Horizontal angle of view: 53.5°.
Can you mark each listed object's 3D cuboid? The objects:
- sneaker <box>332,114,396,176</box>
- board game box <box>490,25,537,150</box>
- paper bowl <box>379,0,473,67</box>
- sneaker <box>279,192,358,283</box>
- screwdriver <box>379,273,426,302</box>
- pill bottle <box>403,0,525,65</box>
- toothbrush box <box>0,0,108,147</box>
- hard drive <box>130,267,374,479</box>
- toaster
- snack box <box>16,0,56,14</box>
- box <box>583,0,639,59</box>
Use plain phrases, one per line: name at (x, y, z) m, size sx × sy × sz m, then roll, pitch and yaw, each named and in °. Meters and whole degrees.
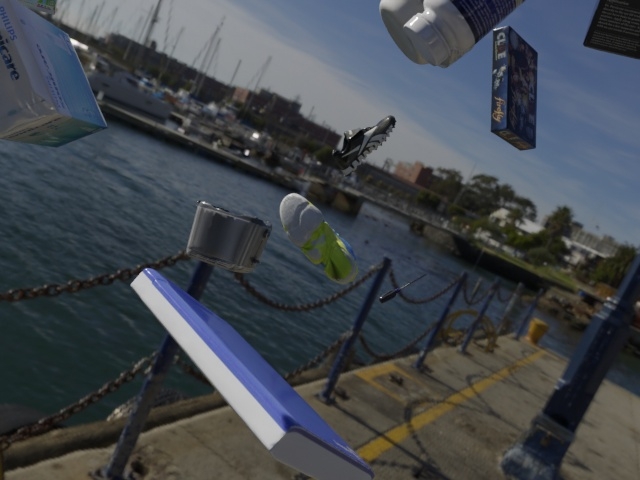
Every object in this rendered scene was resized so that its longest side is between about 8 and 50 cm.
sneaker at (0.127, -0.309, 1.931) m, size 0.106 × 0.234 × 0.078 m, roll 44°, pitch 2°, yaw -15°
board game box at (0.452, -0.349, 1.474) m, size 0.042 × 0.244 × 0.165 m, roll -4°, pitch -11°, yaw 40°
paper bowl at (0.263, -0.576, 1.649) m, size 0.284 × 0.148 × 0.284 m, roll 54°, pitch 2°, yaw -3°
sneaker at (0.000, 0.000, 1.440) m, size 0.240 × 0.091 × 0.126 m, roll 55°, pitch 10°, yaw 11°
screwdriver at (0.236, 0.136, 1.801) m, size 0.169 × 0.025 × 0.024 m, roll -23°, pitch 42°, yaw -26°
pill bottle at (0.229, -0.370, 1.006) m, size 0.112 × 0.186 × 0.112 m, roll 49°, pitch 6°, yaw -7°
toothbrush box at (-0.540, -0.303, 1.201) m, size 0.295 × 0.126 × 0.217 m, roll -124°, pitch -168°, yaw -83°
hard drive at (-0.088, 0.167, 0.774) m, size 0.318 × 0.040 × 0.210 m, roll 36°, pitch -8°, yaw 41°
toaster at (-0.244, -0.008, 1.616) m, size 0.226 × 0.147 × 0.129 m, roll 17°, pitch -2°, yaw 16°
snack box at (-0.666, -0.580, 1.433) m, size 0.141 × 0.100 × 0.037 m, roll 10°, pitch -17°, yaw -21°
box at (0.517, -0.424, 1.017) m, size 0.108 × 0.207 × 0.153 m, roll 19°, pitch 50°, yaw 15°
